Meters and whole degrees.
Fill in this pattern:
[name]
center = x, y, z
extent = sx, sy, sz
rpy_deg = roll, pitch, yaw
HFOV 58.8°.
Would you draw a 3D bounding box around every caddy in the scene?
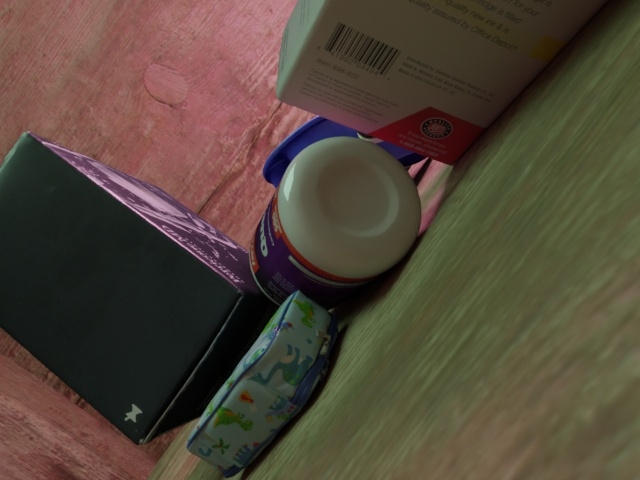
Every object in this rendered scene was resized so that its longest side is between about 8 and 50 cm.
[caddy]
center = 0.051, -0.173, 1.120
extent = 0.341, 0.179, 0.241
rpy_deg = -25, -14, -30

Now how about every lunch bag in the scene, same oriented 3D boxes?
[lunch bag]
center = -0.068, 0.178, 0.727
extent = 0.219, 0.090, 0.176
rpy_deg = -53, 4, 23

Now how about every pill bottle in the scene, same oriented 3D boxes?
[pill bottle]
center = 0.000, 0.000, 0.811
extent = 0.181, 0.181, 0.323
rpy_deg = -55, 3, -25

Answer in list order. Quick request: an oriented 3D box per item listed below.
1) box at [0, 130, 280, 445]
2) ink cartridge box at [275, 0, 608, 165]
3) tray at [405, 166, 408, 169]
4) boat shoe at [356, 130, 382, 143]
[box]
center = -0.328, 0.088, 1.098
extent = 0.297, 0.480, 0.472
rpy_deg = -56, -13, 2
[ink cartridge box]
center = 0.149, -0.303, 0.672
extent = 0.384, 0.279, 0.160
rpy_deg = -50, 29, 47
[tray]
center = 0.228, -0.231, 1.437
extent = 0.270, 0.030, 0.145
rpy_deg = -56, 2, -35
[boat shoe]
center = 0.168, -0.290, 0.917
extent = 0.324, 0.097, 0.116
rpy_deg = -38, 48, 18
